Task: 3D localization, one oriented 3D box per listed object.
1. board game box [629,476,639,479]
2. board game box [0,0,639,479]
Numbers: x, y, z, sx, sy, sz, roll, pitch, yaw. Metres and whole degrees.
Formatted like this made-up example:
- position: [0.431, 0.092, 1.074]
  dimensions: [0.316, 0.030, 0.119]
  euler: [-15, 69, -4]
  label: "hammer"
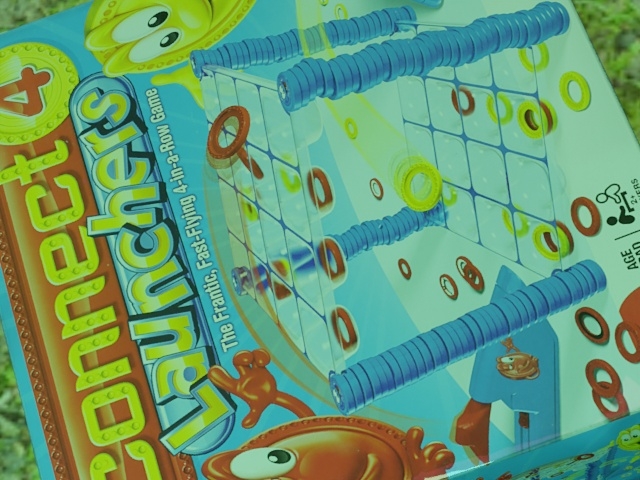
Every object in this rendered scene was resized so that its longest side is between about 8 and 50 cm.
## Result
- position: [0.114, 0.130, 0.877]
  dimensions: [0.253, 0.079, 0.336]
  euler: [-27, 61, -3]
  label: "board game box"
- position: [0.000, 0.000, 0.870]
  dimensions: [0.302, 0.086, 0.308]
  euler: [-20, 62, 0]
  label: "board game box"
